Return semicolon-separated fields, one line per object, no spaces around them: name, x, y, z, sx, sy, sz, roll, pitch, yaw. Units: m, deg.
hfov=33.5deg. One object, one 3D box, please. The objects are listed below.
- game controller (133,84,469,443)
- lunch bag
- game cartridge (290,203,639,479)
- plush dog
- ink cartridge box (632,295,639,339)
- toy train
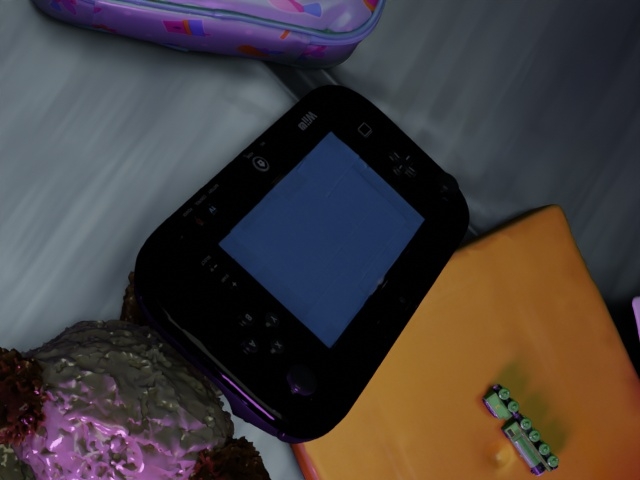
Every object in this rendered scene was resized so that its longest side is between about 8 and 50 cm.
game controller;0.000;0.000;0.751;0.166;0.067;0.319;50;39;-8
lunch bag;-0.083;-0.259;0.801;0.279;0.108;0.223;9;85;-13
game cartridge;0.135;0.171;0.864;0.285;0.053;0.323;-24;90;-14
plush dog;-0.132;0.121;0.704;0.263;0.225;0.210;20;82;-12
ink cartridge box;0.339;0.096;0.900;0.180;0.060;0.104;-3;73;-14
toy train;0.157;0.150;0.836;0.024;0.017;0.083;-36;94;-4
